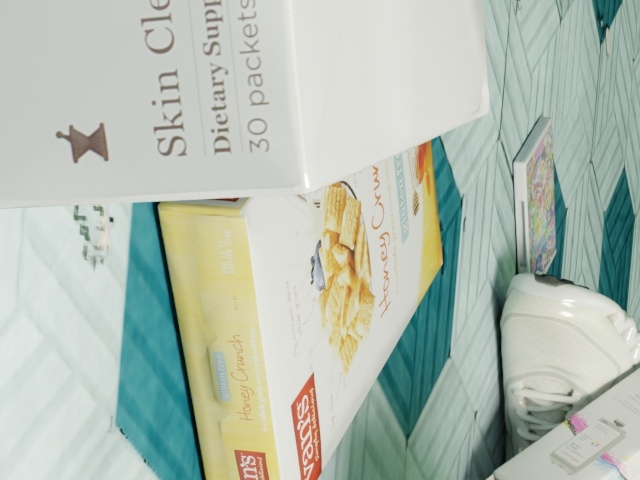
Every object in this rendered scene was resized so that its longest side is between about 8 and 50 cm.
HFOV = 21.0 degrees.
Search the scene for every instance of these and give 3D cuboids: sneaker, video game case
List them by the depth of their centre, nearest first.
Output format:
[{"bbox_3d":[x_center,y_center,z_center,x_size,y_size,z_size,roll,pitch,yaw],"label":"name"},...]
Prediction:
[{"bbox_3d":[0.188,0.140,1.326,0.118,0.110,0.292,-59,149,-33],"label":"sneaker"},{"bbox_3d":[0.169,-0.024,1.354,0.087,0.011,0.122,-54,144,-55],"label":"video game case"}]

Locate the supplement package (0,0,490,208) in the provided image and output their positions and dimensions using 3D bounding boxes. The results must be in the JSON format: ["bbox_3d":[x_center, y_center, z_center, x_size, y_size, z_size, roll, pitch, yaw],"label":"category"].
[{"bbox_3d":[-0.052,-0.150,0.483,0.204,0.145,0.261,-27,113,-70],"label":"supplement package"}]

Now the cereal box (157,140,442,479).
[{"bbox_3d":[0.000,0.000,0.850,0.240,0.047,0.173,-57,146,-52],"label":"cereal box"}]

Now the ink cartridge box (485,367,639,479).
[{"bbox_3d":[0.196,0.191,1.258,0.198,0.067,0.115,-32,132,-19],"label":"ink cartridge box"}]
